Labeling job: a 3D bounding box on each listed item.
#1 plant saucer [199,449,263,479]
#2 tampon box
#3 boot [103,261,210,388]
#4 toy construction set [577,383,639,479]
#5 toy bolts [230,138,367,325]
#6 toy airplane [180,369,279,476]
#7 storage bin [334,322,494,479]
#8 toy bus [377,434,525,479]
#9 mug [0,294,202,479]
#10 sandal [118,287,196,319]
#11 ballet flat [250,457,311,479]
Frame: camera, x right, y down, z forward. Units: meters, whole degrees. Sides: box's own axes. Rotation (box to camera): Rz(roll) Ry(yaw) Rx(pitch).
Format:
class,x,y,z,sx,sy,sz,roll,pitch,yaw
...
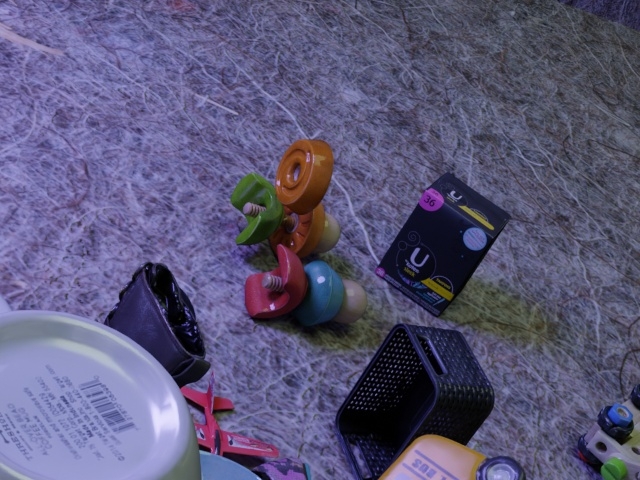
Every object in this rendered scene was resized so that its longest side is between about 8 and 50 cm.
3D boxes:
class,x,y,z,sx,sy,sz,roll,pitch,yaw
plant saucer,-0.127,0.274,1.070,0.195,0.037,0.195,15,24,-7
tampon box,0.181,0.005,1.636,0.120,0.161,0.101,35,31,10
boot,-0.207,0.114,1.041,0.091,0.229,0.263,23,16,-43
toy construction set,0.482,0.293,1.496,0.215,0.151,0.327,43,22,24
toy bolts,0.000,0.000,1.475,0.158,0.218,0.228,17,50,-32
toy airplane,-0.121,0.202,1.214,0.151,0.028,0.151,23,30,-14
storage bin,0.104,0.195,1.267,0.084,0.180,0.122,11,35,-31
toy bus,0.212,0.325,1.115,0.332,0.108,0.130,30,62,36
mug,-0.252,0.191,0.819,0.276,0.328,0.374,2,40,-40
sandal,-0.207,0.112,1.247,0.097,0.054,0.254,31,30,2
ballet flat,-0.024,0.307,1.110,0.079,0.077,0.221,-5,37,-18
